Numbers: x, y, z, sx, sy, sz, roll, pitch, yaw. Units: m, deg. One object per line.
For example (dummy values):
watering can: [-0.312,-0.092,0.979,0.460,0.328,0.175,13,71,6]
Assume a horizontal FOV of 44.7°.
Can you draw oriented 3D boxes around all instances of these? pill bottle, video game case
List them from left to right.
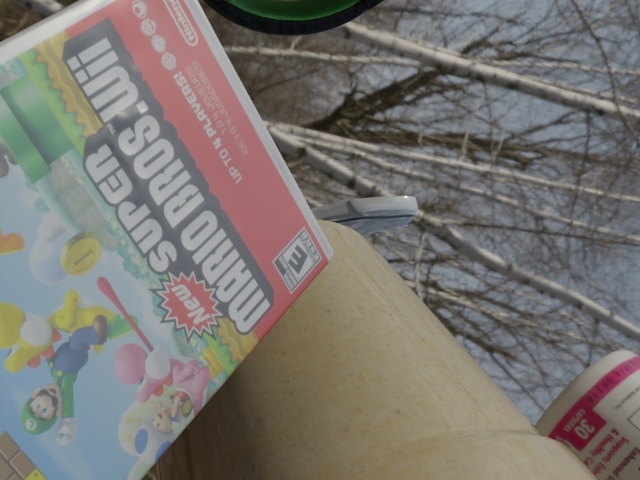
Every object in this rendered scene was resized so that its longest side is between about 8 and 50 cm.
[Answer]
video game case: [-0.115,0.009,0.371,0.025,0.204,0.285,-7,-150,43]
pill bottle: [0.331,0.243,0.683,0.283,0.160,0.160,43,-53,33]

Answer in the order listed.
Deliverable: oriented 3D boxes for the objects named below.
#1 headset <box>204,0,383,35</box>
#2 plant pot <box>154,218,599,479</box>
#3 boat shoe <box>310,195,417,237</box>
headset: [0.042,-0.335,0.656,0.394,0.243,0.185,-39,-142,14]
plant pot: [0.007,0.158,0.574,0.305,0.334,0.333,61,-39,41]
boat shoe: [0.000,0.000,0.864,0.083,0.226,0.075,165,-84,-84]
